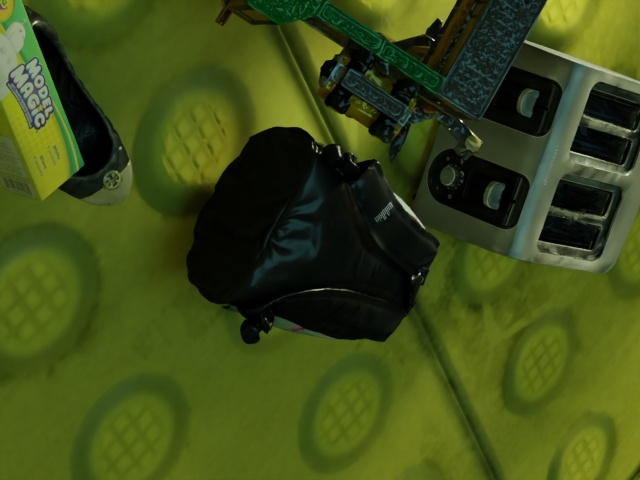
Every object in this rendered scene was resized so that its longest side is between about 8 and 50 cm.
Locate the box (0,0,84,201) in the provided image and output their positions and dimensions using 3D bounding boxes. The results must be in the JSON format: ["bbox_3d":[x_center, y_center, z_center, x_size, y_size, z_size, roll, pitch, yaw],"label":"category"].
[{"bbox_3d":[-0.206,-0.113,0.959,0.043,0.105,0.179,-46,136,-31],"label":"box"}]

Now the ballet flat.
[{"bbox_3d":[-0.163,-0.077,1.064,0.057,0.049,0.173,-48,137,-17],"label":"ballet flat"}]

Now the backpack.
[{"bbox_3d":[0.000,0.000,1.224,0.182,0.115,0.152,24,103,-50],"label":"backpack"}]

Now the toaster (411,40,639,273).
[{"bbox_3d":[0.182,-0.067,1.382,0.186,0.110,0.168,10,103,-48],"label":"toaster"}]

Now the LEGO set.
[{"bbox_3d":[0.061,-0.231,1.169,0.255,0.192,0.331,23,89,-20],"label":"LEGO set"}]
